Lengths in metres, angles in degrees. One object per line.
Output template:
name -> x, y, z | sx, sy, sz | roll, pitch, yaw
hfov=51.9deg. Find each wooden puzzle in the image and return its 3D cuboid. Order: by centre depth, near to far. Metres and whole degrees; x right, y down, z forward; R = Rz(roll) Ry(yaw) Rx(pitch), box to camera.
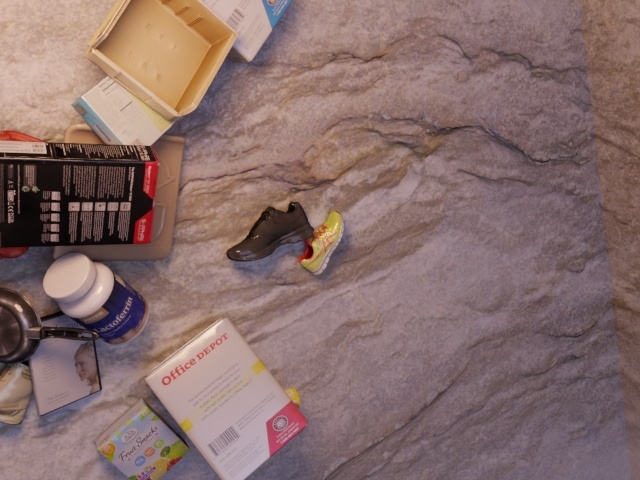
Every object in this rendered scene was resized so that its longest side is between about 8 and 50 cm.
wooden puzzle -> -0.519, -0.116, 1.690 | 0.322, 0.081, 0.347 | 1, 106, -44

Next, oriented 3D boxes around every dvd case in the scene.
dvd case -> -0.671, 0.309, 1.722 | 0.180, 0.022, 0.252 | -18, 110, -47

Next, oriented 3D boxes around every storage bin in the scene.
storage bin -> -0.378, -0.470, 1.573 | 0.262, 0.123, 0.260 | 37, 65, -31

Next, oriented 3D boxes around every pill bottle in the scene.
pill bottle -> -0.561, 0.147, 1.657 | 0.153, 0.153, 0.264 | -48, 144, -12

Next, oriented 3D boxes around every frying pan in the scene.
frying pan -> -0.722, 0.242, 1.607 | 0.326, 0.053, 0.197 | 27, 104, 4

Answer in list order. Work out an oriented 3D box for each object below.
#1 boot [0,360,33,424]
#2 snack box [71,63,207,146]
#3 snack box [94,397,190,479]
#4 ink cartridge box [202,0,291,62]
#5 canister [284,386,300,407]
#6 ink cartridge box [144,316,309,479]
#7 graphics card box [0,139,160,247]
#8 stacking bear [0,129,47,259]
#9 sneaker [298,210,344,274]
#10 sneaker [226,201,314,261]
boot -> -0.820, 0.362, 1.657 | 0.213, 0.077, 0.165 | 29, 86, -36
snack box -> -0.439, -0.354, 1.635 | 0.187, 0.060, 0.322 | 52, 46, -21
snack box -> -0.506, 0.585, 1.879 | 0.174, 0.070, 0.207 | -43, 115, -14
ink cartridge box -> -0.260, -0.649, 1.721 | 0.307, 0.129, 0.223 | 36, 83, -29
canister -> -0.159, 0.517, 2.025 | 0.170, 0.126, 0.073 | -13, 65, -29
ink cartridge box -> -0.266, 0.448, 1.847 | 0.279, 0.160, 0.384 | -37, 88, -18
graphics card box -> -0.566, -0.101, 1.486 | 0.371, 0.094, 0.232 | -3, 126, -27
stacking bear -> -0.730, -0.095, 1.569 | 0.164, 0.175, 0.288 | 18, 104, -6
sneaker -> 0.000, 0.000, 2.028 | 0.094, 0.081, 0.208 | 25, 88, -28
sneaker -> -0.159, -0.026, 1.934 | 0.286, 0.109, 0.130 | -27, 106, -31
